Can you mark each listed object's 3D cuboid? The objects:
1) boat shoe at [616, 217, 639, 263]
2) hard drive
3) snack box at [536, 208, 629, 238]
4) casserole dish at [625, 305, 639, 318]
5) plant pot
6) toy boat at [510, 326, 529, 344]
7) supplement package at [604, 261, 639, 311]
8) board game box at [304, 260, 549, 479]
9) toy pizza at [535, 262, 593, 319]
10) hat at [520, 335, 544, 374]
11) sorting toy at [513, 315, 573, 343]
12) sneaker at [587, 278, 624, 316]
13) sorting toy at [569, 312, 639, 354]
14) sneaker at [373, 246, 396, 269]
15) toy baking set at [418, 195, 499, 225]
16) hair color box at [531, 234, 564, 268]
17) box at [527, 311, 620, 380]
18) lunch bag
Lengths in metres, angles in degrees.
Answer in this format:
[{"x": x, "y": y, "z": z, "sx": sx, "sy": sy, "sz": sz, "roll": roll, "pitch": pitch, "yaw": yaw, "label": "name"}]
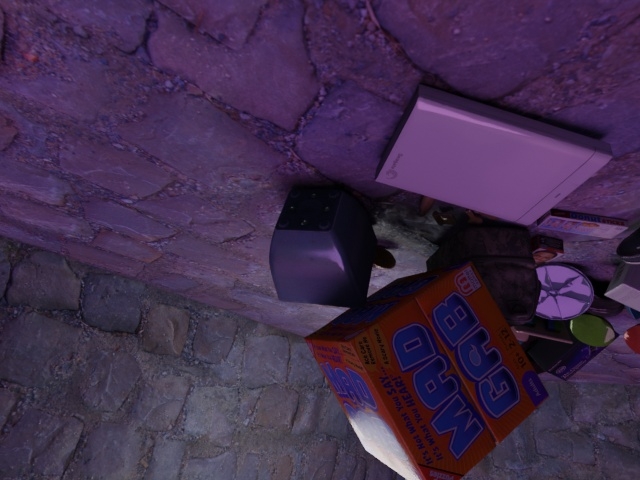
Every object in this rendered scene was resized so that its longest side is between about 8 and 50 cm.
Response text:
[{"x": 0.737, "y": -0.024, "z": 0.862, "sx": 0.079, "sy": 0.095, "sz": 0.254, "roll": 14, "pitch": 155, "yaw": -11, "label": "boat shoe"}, {"x": 0.309, "y": -0.148, "z": 0.783, "sx": 0.353, "sy": 0.047, "sz": 0.233, "roll": 16, "pitch": 149, "yaw": -4, "label": "hard drive"}, {"x": 0.622, "y": -0.039, "z": 0.967, "sx": 0.179, "sy": 0.022, "sz": 0.064, "roll": 9, "pitch": 157, "yaw": 3, "label": "snack box"}, {"x": 0.954, "y": 0.168, "z": 1.206, "sx": 0.188, "sy": 0.114, "sz": 0.037, "roll": 31, "pitch": -168, "yaw": -41, "label": "casserole dish"}, {"x": 0.000, "y": 0.000, "z": 1.072, "sx": 0.248, "sy": 0.247, "sz": 0.252, "roll": 3, "pitch": 140, "yaw": 18, "label": "plant pot"}, {"x": 0.564, "y": 0.266, "z": 1.453, "sx": 0.319, "sy": 0.148, "sz": 0.267, "roll": 24, "pitch": -166, "yaw": 5, "label": "toy boat"}, {"x": 0.878, "y": 0.131, "z": 1.061, "sx": 0.179, "sy": 0.105, "sz": 0.105, "roll": 29, "pitch": 162, "yaw": 20, "label": "supplement package"}, {"x": 0.234, "y": 0.310, "z": 1.017, "sx": 0.357, "sy": 0.356, "sz": 0.356, "roll": -29, "pitch": 178, "yaw": -20, "label": "board game box"}, {"x": 0.712, "y": 0.153, "z": 1.236, "sx": 0.202, "sy": 0.032, "sz": 0.201, "roll": 14, "pitch": 121, "yaw": 25, "label": "toy pizza"}, {"x": 0.863, "y": 0.391, "z": 1.622, "sx": 0.332, "sy": 0.134, "sz": 0.331, "roll": -11, "pitch": 126, "yaw": -15, "label": "hat"}, {"x": 0.718, "y": 0.238, "z": 1.347, "sx": 0.193, "sy": 0.208, "sz": 0.038, "roll": 13, "pitch": 129, "yaw": -4, "label": "sorting toy"}, {"x": 0.799, "y": 0.168, "z": 1.280, "sx": 0.287, "sy": 0.109, "sz": 0.130, "roll": -4, "pitch": 143, "yaw": 16, "label": "sneaker"}, {"x": 0.943, "y": 0.271, "z": 1.342, "sx": 0.366, "sy": 0.126, "sz": 0.127, "roll": 5, "pitch": 121, "yaw": 48, "label": "sorting toy"}, {"x": 0.153, "y": 0.054, "z": 1.328, "sx": 0.186, "sy": 0.069, "sz": 0.084, "roll": 17, "pitch": 165, "yaw": 1, "label": "sneaker"}, {"x": 0.338, "y": -0.100, "z": 0.949, "sx": 0.197, "sy": 0.030, "sz": 0.256, "roll": 4, "pitch": 156, "yaw": 7, "label": "toy baking set"}, {"x": 0.592, "y": 0.037, "z": 1.121, "sx": 0.072, "sy": 0.043, "sz": 0.141, "roll": 13, "pitch": 155, "yaw": -3, "label": "hair color box"}, {"x": 0.934, "y": 0.382, "z": 1.499, "sx": 0.184, "sy": 0.103, "sz": 0.261, "roll": 28, "pitch": 109, "yaw": -31, "label": "box"}, {"x": 0.436, "y": 0.131, "z": 1.111, "sx": 0.213, "sy": 0.255, "sz": 0.305, "roll": 5, "pitch": 157, "yaw": -9, "label": "lunch bag"}]
